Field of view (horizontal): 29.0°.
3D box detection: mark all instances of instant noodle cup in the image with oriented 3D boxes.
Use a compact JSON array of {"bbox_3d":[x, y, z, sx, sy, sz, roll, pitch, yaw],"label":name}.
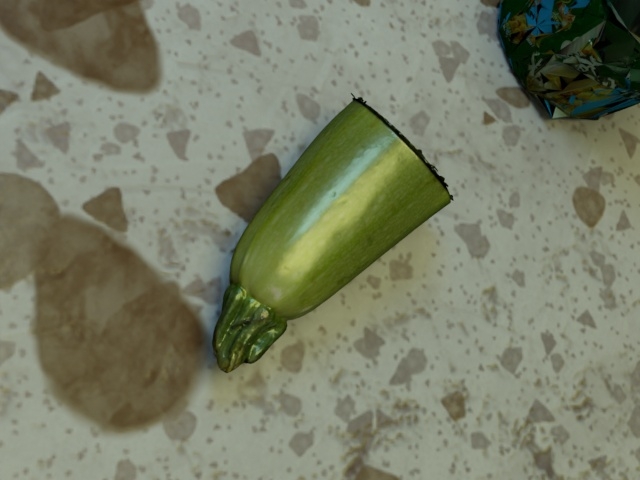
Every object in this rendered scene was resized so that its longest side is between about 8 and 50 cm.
[{"bbox_3d":[0.305,-0.238,1.269,0.240,0.178,0.240,10,70,-28],"label":"instant noodle cup"}]

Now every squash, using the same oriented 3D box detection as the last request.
[{"bbox_3d":[-0.003,-0.013,1.051,0.287,0.137,0.137,-42,97,-31],"label":"squash"}]
